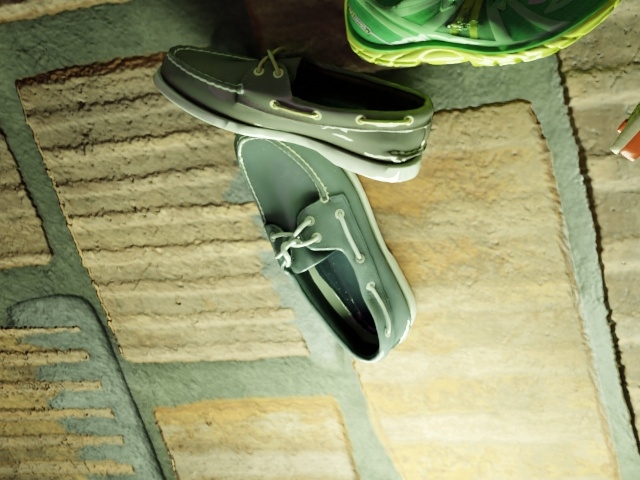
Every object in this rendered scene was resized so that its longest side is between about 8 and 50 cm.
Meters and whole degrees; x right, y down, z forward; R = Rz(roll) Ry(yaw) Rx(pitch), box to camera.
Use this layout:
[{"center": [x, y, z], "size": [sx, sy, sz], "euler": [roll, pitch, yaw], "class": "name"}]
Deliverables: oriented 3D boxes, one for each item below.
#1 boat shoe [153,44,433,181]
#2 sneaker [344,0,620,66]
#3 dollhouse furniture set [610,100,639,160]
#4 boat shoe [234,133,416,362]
[{"center": [-0.028, -0.157, 1.568], "size": [0.305, 0.109, 0.091], "euler": [19, 125, 3], "class": "boat shoe"}, {"center": [0.153, -0.242, 1.436], "size": [0.295, 0.109, 0.123], "euler": [-3, 123, 24], "class": "sneaker"}, {"center": [0.415, -0.059, 1.413], "size": [0.259, 0.135, 0.262], "euler": [38, 132, 2], "class": "dollhouse furniture set"}, {"center": [0.000, 0.000, 1.656], "size": [0.116, 0.099, 0.319], "euler": [-22, 110, 32], "class": "boat shoe"}]
